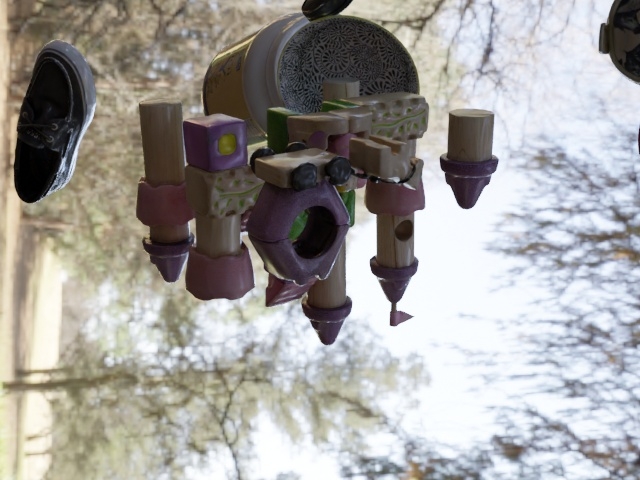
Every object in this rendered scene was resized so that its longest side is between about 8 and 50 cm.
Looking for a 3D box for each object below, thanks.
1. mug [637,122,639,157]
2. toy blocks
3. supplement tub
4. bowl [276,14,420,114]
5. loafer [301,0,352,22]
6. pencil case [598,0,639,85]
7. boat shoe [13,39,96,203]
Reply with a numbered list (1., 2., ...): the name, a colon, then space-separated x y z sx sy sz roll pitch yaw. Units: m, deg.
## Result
1. mug: 0.554 -0.132 1.187 0.169 0.113 0.150 8 -44 38
2. toy blocks: 0.000 0.000 0.811 0.309 0.289 0.260 26 -58 51
3. supplement tub: -0.055 -0.270 1.489 0.331 0.241 0.240 2 -89 64
4. bowl: 0.039 -0.201 0.995 0.080 0.170 0.170 -69 177 -52
5. loafer: 0.028 -0.342 1.060 0.170 0.061 0.062 -33 -134 38
6. pencil case: 0.568 -0.333 1.282 0.184 0.410 0.159 -9 -81 39
7. boat shoe: -0.332 -0.132 1.000 0.228 0.080 0.076 -58 -178 43
